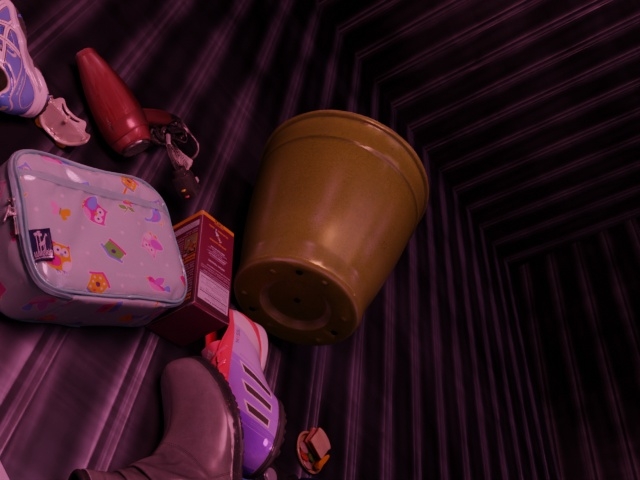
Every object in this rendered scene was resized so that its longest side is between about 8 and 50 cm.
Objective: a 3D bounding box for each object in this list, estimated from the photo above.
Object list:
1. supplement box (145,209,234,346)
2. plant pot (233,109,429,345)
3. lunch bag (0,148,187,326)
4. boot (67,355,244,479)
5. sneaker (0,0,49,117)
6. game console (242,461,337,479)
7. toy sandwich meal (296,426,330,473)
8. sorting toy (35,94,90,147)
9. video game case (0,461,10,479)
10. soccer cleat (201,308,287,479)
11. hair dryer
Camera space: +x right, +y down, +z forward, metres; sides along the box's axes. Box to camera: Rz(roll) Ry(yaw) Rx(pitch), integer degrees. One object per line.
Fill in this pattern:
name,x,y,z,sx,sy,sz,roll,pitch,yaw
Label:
supplement box,-0.205,0.059,1.050,0.081,0.104,0.188,41,33,-39
plant pot,0.000,0.000,1.275,0.366,0.366,0.353,49,40,-27
lunch bag,-0.317,-0.002,0.889,0.279,0.108,0.224,17,51,-57
boot,-0.207,0.284,0.820,0.223,0.118,0.338,11,38,-40
sneaker,-0.458,-0.272,0.917,0.211,0.080,0.081,62,22,0
game console,-0.043,0.420,0.928,0.250,0.173,0.293,52,26,-23
toy sandwich meal,-0.011,0.382,1.195,0.085,0.029,0.085,44,31,-35
sorting toy,-0.392,-0.186,1.011,0.083,0.045,0.075,50,21,-25
video game case,-0.379,0.264,0.612,0.183,0.023,0.201,63,25,1
soccer cleat,-0.133,0.217,0.994,0.116,0.109,0.318,41,16,-29
hair dryer,-0.323,-0.209,1.157,0.293,0.080,0.223,52,11,-35
